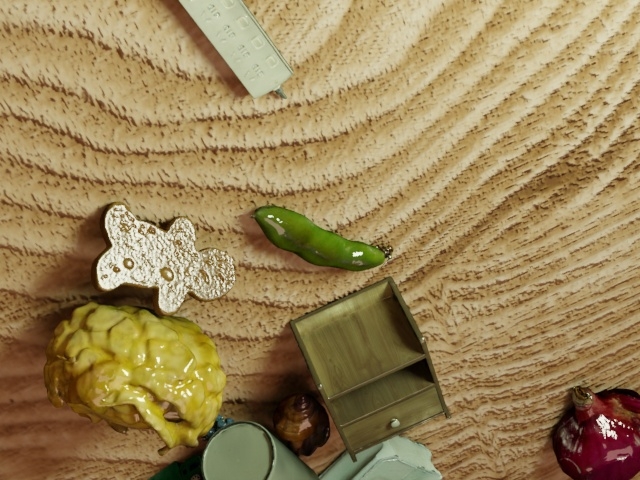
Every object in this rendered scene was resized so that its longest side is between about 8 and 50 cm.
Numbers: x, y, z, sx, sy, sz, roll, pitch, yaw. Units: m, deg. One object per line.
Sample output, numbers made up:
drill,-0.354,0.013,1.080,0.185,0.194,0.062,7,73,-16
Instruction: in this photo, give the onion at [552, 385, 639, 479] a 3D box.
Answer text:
onion,0.510,0.345,2.215,0.195,0.140,0.218,-23,132,7

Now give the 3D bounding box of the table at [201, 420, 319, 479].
table,-0.090,0.379,1.953,0.126,0.126,0.220,-30,148,5

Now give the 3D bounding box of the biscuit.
biscuit,-0.207,0.032,1.633,0.205,0.138,0.031,14,165,-30

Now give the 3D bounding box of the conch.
conch,-0.029,0.291,1.970,0.086,0.080,0.233,-9,159,8

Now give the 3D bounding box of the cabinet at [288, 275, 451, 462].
cabinet,0.081,0.204,1.881,0.174,0.148,0.215,-24,136,-2

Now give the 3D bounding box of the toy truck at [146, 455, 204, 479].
toy truck,-0.228,0.410,1.983,0.147,0.079,0.065,-34,133,10

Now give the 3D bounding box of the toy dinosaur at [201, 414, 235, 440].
toy dinosaur,-0.160,0.305,1.948,0.083,0.031,0.047,25,115,-43

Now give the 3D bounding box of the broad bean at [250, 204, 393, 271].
broad bean,-0.002,0.004,1.736,0.254,0.046,0.065,19,114,-37

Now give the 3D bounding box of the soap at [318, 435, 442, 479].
soap,0.074,0.444,2.134,0.150,0.094,0.261,26,117,-39

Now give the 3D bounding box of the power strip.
power strip,-0.100,-0.247,1.478,0.060,0.027,0.253,-33,135,7

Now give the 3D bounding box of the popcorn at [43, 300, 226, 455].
popcorn,-0.255,0.180,1.672,0.250,0.250,0.190,24,92,-37
